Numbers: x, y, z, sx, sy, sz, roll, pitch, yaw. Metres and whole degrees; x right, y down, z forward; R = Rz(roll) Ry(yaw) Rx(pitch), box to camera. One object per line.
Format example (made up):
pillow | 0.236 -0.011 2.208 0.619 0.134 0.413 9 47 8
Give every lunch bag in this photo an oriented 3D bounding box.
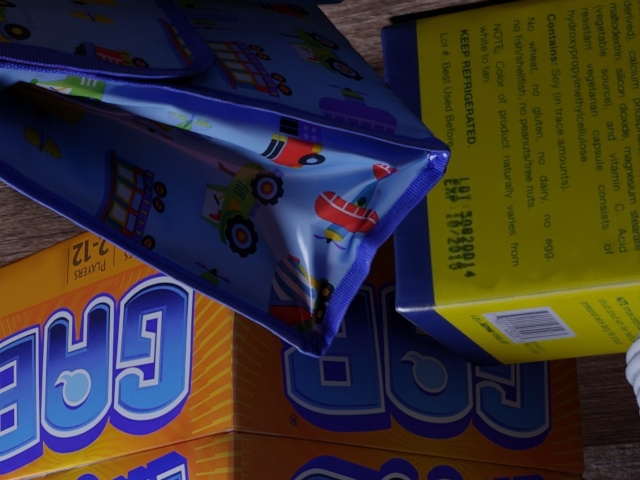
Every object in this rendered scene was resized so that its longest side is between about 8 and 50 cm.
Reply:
lunch bag | -0.119 -0.086 0.789 0.293 0.221 0.138 18 113 -35

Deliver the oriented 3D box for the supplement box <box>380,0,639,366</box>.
supplement box | 0.238 -0.046 1.006 0.356 0.194 0.195 -7 163 19

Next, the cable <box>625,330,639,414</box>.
cable | 0.315 0.084 0.951 0.257 0.089 0.257 3 163 -20

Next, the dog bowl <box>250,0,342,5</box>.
dog bowl | 0.061 -0.181 0.739 0.297 0.074 0.166 -3 164 3

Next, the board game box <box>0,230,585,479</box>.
board game box | -0.043 0.191 1.222 0.356 0.356 0.356 14 157 -40
